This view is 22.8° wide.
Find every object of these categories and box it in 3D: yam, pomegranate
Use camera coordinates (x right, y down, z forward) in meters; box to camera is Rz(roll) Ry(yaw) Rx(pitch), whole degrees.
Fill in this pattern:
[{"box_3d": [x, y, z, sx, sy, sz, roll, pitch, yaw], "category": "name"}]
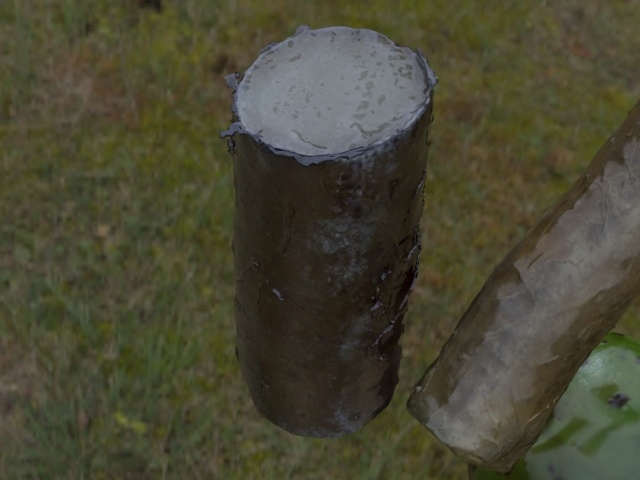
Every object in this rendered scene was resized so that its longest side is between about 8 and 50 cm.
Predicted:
[{"box_3d": [0.001, -0.001, 1.005, 0.131, 0.280, 0.131, 1, 47, -2], "category": "yam"}, {"box_3d": [0.240, 0.188, 1.321, 0.263, 0.211, 0.211, 32, 44, -36], "category": "pomegranate"}, {"box_3d": [0.167, -0.031, 0.832, 0.081, 0.081, 0.357, 36, 99, 17], "category": "yam"}]
